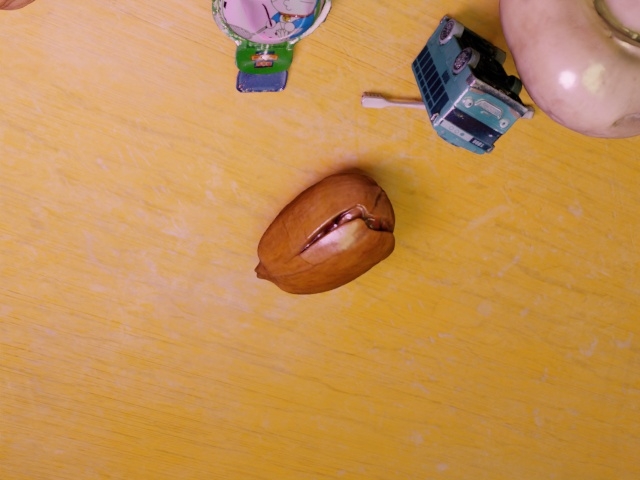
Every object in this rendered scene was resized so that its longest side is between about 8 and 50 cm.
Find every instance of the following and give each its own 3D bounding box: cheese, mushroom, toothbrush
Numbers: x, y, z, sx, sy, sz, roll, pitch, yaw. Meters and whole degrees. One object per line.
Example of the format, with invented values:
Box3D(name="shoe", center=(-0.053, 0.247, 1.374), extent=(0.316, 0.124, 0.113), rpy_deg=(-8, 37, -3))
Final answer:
Box3D(name="cheese", center=(-0.084, -0.367, 1.421), extent=(0.204, 0.083, 0.320), rpy_deg=(-5, 143, -15))
Box3D(name="mushroom", center=(0.445, -0.347, 1.344), extent=(0.325, 0.353, 0.353), rpy_deg=(11, 126, 12))
Box3D(name="toothbrush", center=(0.243, -0.253, 1.594), extent=(0.342, 0.030, 0.025), rpy_deg=(3, 125, -8))

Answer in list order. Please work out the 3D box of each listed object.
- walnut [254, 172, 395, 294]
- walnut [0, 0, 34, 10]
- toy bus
Box3D(name="walnut", center=(0.000, 0.000, 1.650), extent=(0.336, 0.209, 0.209), rpy_deg=(-29, 124, 29))
Box3D(name="walnut", center=(-0.488, -0.461, 1.259), extent=(0.225, 0.225, 0.261), rpy_deg=(22, 125, -20))
Box3D(name="toy bus", center=(0.249, -0.266, 1.450), extent=(0.128, 0.256, 0.147), rpy_deg=(25, 122, -21))
